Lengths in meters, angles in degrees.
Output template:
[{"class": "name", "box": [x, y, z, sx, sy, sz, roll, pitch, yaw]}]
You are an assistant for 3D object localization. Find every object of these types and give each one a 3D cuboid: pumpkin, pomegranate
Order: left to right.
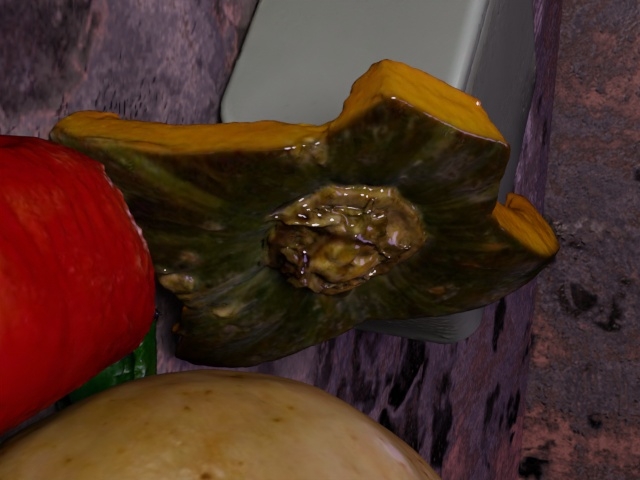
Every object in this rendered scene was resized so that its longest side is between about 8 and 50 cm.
[{"class": "pomegranate", "box": [-0.046, 0.237, 0.558, 0.338, 0.338, 0.338, 7, 90, -70]}, {"class": "pumpkin", "box": [0.014, -0.014, 0.734, 0.258, 0.290, 0.095, 73, 3, -56]}]

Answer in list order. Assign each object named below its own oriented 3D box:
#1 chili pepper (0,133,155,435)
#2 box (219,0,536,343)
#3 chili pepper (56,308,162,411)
[{"class": "chili pepper", "box": [-0.184, 0.032, 0.408, 0.338, 0.131, 0.135, -21, 107, -66]}, {"class": "box", "box": [0.077, -0.134, 1.011, 0.344, 0.177, 0.352, 67, 35, -59]}, {"class": "chili pepper", "box": [-0.125, 0.146, 0.719, 0.088, 0.059, 0.227, -56, 150, -59]}]
